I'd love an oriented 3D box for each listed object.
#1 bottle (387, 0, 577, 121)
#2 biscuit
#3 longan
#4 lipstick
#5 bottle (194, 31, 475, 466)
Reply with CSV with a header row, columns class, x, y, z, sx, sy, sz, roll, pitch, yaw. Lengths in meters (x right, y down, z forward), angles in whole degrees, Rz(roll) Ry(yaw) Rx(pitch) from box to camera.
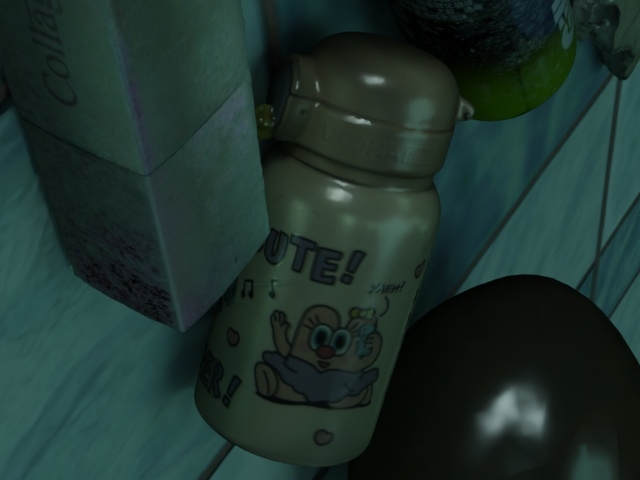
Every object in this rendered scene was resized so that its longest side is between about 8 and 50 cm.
class,x,y,z,sx,sy,sz,roll,pitch,yaw
bottle,0.057,-0.164,0.640,0.093,0.093,0.330,-60,156,-11
biscuit,0.236,-0.216,1.034,0.188,0.040,0.265,-54,155,-28
longan,0.126,0.146,0.957,0.248,0.248,0.248,-46,151,-36
lipstick,-0.072,-0.094,0.472,0.068,0.066,0.317,-51,153,-30
bottle,0.000,0.000,0.694,0.110,0.097,0.209,8,110,-20
